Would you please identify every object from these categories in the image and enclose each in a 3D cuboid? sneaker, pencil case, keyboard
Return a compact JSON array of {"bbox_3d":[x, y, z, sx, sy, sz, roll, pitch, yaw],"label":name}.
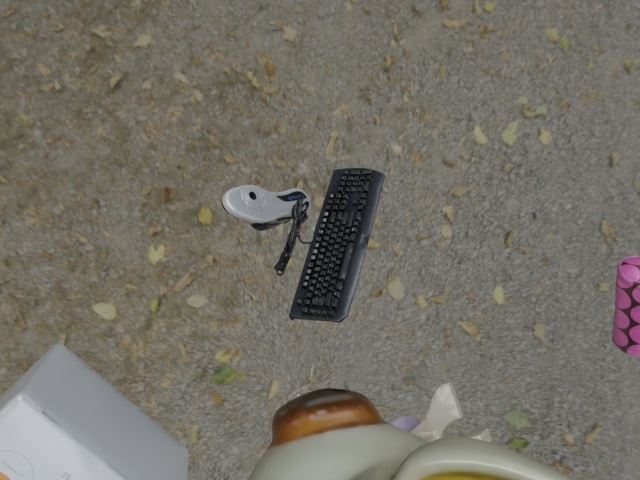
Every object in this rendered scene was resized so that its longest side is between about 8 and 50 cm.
[{"bbox_3d":[-0.133,-0.056,1.215,0.216,0.121,0.079,-2,71,-45],"label":"sneaker"},{"bbox_3d":[0.645,0.131,1.185,0.095,0.209,0.098,11,40,30],"label":"pencil case"},{"bbox_3d":[0.000,0.000,1.093,0.201,0.033,0.317,-2,58,35],"label":"keyboard"}]

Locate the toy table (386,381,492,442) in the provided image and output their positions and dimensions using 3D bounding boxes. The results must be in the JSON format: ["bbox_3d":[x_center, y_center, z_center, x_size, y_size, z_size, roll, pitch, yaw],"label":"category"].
[{"bbox_3d":[0.225,0.417,1.134,0.160,0.274,0.252,-24,87,26],"label":"toy table"}]

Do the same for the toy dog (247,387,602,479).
[{"bbox_3d":[0.040,0.269,0.373,0.395,0.408,0.285,-9,97,-2],"label":"toy dog"}]

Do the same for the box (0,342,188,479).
[{"bbox_3d":[-0.191,0.179,0.379,0.170,0.091,0.130,-44,104,-1],"label":"box"}]
